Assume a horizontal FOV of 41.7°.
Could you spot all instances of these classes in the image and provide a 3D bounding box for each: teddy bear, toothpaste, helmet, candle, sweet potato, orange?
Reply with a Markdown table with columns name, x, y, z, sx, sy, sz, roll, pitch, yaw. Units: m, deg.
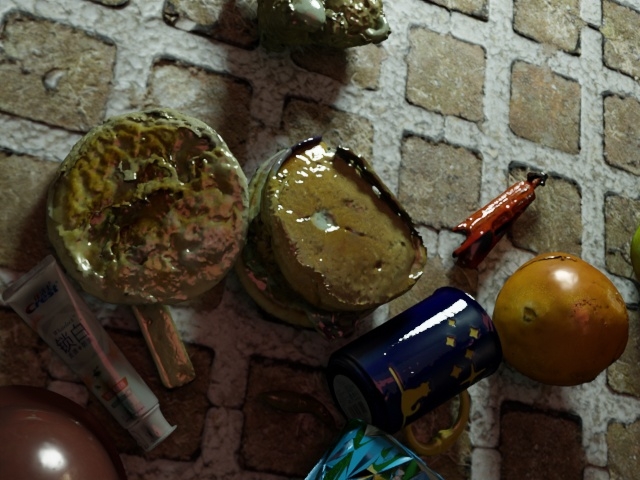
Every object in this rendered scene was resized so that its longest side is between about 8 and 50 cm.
| name | x | y | z | sx | sy | sz | roll | pitch | yaw |
| --- | --- | --- | --- | --- | --- | --- | --- | --- | --- |
| teddy bear | 0.003 | -0.429 | 1.555 | 0.256 | 0.156 | 0.267 | -8 | 48 | -22 |
| toothpaste | -0.340 | 0.174 | 1.260 | 0.100 | 0.066 | 0.323 | -40 | 90 | 1 |
| helmet | -0.391 | 0.371 | 1.085 | 0.338 | 0.230 | 0.384 | 12 | 71 | -20 |
| candle | 0.359 | -0.050 | 1.651 | 0.302 | 0.059 | 0.084 | -38 | 103 | -27 |
| sweet potato | -0.033 | 0.273 | 1.384 | 0.153 | 0.038 | 0.041 | 27 | 87 | -24 |
| orange | 0.433 | 0.146 | 1.524 | 0.240 | 0.240 | 0.239 | 7 | 71 | -22 |

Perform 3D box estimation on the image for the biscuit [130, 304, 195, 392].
| name | x | y | z | sx | sy | sz | roll | pitch | yaw |
| --- | --- | --- | --- | --- | --- | --- | --- | --- | --- |
| biscuit | -0.253 | 0.144 | 1.317 | 0.056 | 0.052 | 0.188 | -22 | 83 | -12 |

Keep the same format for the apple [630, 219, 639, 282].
| name | x | y | z | sx | sy | sz | roll | pitch | yaw |
| --- | --- | --- | --- | --- | --- | --- | --- | --- | --- |
| apple | 0.789 | 0.008 | 1.680 | 0.340 | 0.339 | 0.339 | 7 | 71 | -22 |

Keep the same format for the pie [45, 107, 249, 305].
| name | x | y | z | sx | sy | sz | roll | pitch | yaw |
| --- | --- | --- | --- | --- | --- | --- | --- | --- | --- |
| pie | -0.268 | -0.057 | 1.300 | 0.339 | 0.077 | 0.339 | 0 | 72 | 1 |

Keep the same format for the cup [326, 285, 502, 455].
| name | x | y | z | sx | sy | sz | roll | pitch | yaw |
| --- | --- | --- | --- | --- | --- | --- | --- | --- | --- |
| cup | 0.171 | 0.244 | 1.407 | 0.256 | 0.178 | 0.255 | -27 | 85 | -26 |

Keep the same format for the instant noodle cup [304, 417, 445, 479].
| name | x | y | z | sx | sy | sz | roll | pitch | yaw |
| --- | --- | --- | --- | --- | --- | --- | --- | --- | --- |
| instant noodle cup | 0.074 | 0.413 | 1.292 | 0.240 | 0.240 | 0.178 | 45 | 69 | -6 |

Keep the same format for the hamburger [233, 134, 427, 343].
| name | x | y | z | sx | sy | sz | roll | pitch | yaw |
| --- | --- | --- | --- | --- | --- | --- | --- | --- | --- |
| hamburger | 0.000 | 0.000 | 1.380 | 0.277 | 0.195 | 0.318 | -40 | 98 | -34 |
